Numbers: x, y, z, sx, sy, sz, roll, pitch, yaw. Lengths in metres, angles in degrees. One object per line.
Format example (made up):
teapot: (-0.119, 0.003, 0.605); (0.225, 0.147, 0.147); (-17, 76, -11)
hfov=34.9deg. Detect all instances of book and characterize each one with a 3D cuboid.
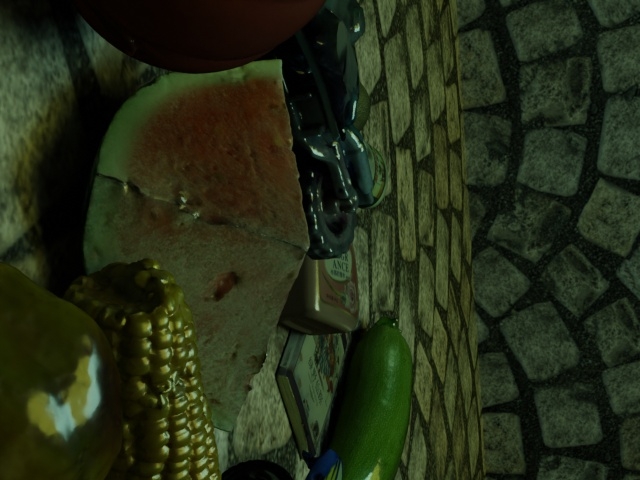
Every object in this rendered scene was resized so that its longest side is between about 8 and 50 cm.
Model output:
book: (-0.005, 0.156, 1.362); (0.231, 0.026, 0.157); (-71, 154, -50)

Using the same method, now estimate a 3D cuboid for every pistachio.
pistachio: (-0.182, 0.105, 0.631); (0.110, 0.100, 0.189); (-49, 137, -74)

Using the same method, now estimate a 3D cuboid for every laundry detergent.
laundry detergent: (0.000, 0.000, 1.291); (0.171, 0.076, 0.237); (33, 53, -58)
laundry detergent: (0.041, -0.106, 1.474); (0.226, 0.070, 0.099); (18, 79, -72)

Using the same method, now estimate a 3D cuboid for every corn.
corn: (-0.128, 0.189, 0.769); (0.120, 0.120, 0.363); (-52, 141, -65)

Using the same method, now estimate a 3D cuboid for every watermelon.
watermelon: (-0.095, -0.019, 0.841); (0.256, 0.176, 0.260); (70, 8, -48)

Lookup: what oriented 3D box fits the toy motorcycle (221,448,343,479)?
toy motorcycle: (-0.054, 0.324, 0.924); (0.315, 0.169, 0.113); (-73, 154, -45)

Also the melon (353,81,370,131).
melon: (0.017, -0.177, 1.348); (0.131, 0.098, 0.098); (-16, 104, -82)

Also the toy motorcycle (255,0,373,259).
toy motorcycle: (-0.017, -0.192, 1.101); (0.232, 0.172, 0.416); (-57, 133, -53)

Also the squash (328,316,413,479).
squash: (0.078, 0.253, 1.495); (0.395, 0.107, 0.107); (-72, 154, -51)

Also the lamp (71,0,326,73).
lamp: (-0.080, -0.272, 0.733); (0.303, 0.257, 0.303); (-170, -90, -67)
